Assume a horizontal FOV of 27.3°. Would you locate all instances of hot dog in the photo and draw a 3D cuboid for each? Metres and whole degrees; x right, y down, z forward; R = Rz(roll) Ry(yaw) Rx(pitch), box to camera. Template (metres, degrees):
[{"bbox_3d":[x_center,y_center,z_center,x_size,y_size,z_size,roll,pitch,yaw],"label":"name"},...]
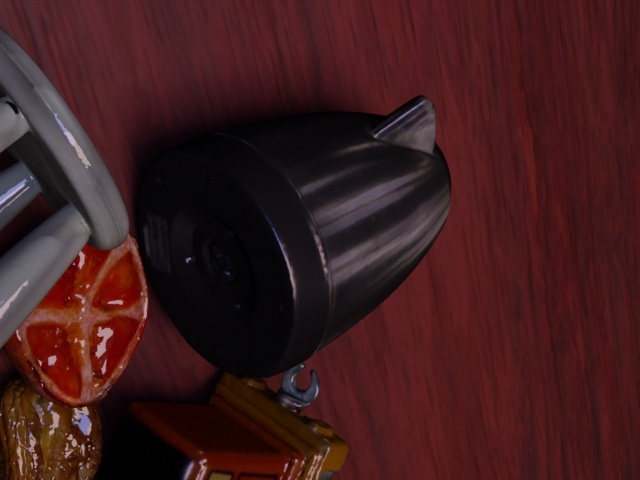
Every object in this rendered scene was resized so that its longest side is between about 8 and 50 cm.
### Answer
[{"bbox_3d":[-0.239,0.183,1.128,0.099,0.065,0.147,-18,119,-51],"label":"hot dog"}]

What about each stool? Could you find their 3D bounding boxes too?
[{"bbox_3d":[-0.267,-0.028,0.934,0.198,0.195,0.195,-36,128,-14],"label":"stool"}]

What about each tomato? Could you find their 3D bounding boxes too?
[{"bbox_3d":[-0.212,0.053,1.085,0.155,0.069,0.156,-20,114,-52],"label":"tomato"}]

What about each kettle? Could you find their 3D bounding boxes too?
[{"bbox_3d":[0.009,-0.004,1.158,0.271,0.207,0.251,-27,117,-37],"label":"kettle"}]

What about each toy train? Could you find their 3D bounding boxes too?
[{"bbox_3d":[-0.105,0.277,1.200,0.231,0.163,0.369,16,99,-46],"label":"toy train"}]
